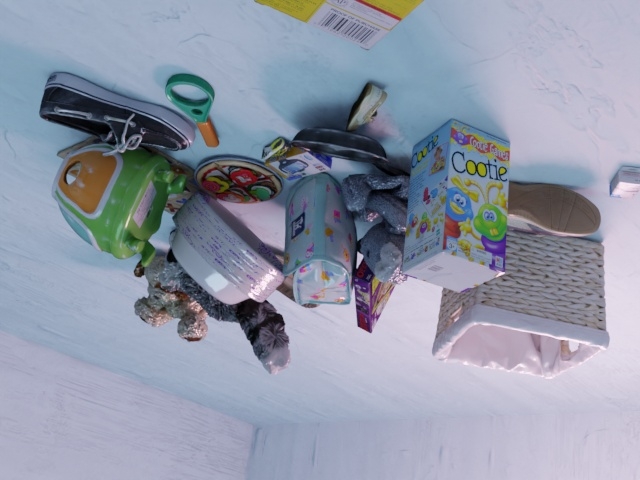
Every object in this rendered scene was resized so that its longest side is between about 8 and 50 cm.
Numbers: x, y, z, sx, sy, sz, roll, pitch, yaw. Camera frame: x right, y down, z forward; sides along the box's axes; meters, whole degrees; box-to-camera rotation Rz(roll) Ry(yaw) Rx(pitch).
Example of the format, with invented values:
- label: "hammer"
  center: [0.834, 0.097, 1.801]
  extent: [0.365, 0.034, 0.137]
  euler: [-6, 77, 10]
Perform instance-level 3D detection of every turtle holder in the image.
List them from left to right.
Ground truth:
- label: "turtle holder"
  center: [-0.430, -0.099, 1.906]
  extent: [0.227, 0.243, 0.320]
  euler: [22, -164, 3]

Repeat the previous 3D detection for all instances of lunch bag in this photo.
- label: "lunch bag"
  center: [0.000, 0.000, 1.975]
  extent: [0.160, 0.224, 0.262]
  euler: [-1, 154, 6]

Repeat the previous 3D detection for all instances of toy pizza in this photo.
- label: "toy pizza"
  center: [-0.183, -0.124, 1.976]
  extent: [0.201, 0.032, 0.201]
  euler: [4, 154, 2]

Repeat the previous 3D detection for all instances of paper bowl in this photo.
- label: "paper bowl"
  center: [-0.221, 0.031, 1.997]
  extent: [0.284, 0.148, 0.284]
  euler: [45, -177, -3]

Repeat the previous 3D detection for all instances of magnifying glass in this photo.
- label: "magnifying glass"
  center: [-0.238, -0.250, 1.730]
  extent: [0.092, 0.026, 0.231]
  euler: [3, 157, 10]

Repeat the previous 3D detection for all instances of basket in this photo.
- label: "basket"
  center: [0.468, 0.149, 2.114]
  extent: [0.331, 0.267, 0.328]
  euler: [10, 156, -7]

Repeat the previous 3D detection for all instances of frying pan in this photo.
- label: "frying pan"
  center: [0.095, -0.169, 1.735]
  extent: [0.326, 0.053, 0.197]
  euler: [10, 180, -25]

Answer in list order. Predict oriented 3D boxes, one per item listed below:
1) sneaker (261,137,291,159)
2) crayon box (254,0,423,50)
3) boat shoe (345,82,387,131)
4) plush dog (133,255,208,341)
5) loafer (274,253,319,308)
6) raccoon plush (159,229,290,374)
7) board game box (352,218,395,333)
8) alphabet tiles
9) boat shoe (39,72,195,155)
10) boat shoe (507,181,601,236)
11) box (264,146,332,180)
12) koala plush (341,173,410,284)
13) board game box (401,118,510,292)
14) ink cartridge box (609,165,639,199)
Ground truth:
- label: "sneaker"
  center: [-0.092, -0.183, 1.827]
  extent: [0.035, 0.031, 0.083]
  euler: [22, 153, -30]
- label: "crayon box"
  center: [0.058, -0.387, 1.199]
  extent: [0.202, 0.081, 0.318]
  euler: [19, 162, -19]
- label: "boat shoe"
  center: [0.083, -0.236, 1.626]
  extent: [0.045, 0.050, 0.135]
  euler: [18, 155, -10]
- label: "plush dog"
  center: [-0.410, 0.134, 2.499]
  extent: [0.262, 0.211, 0.225]
  euler: [18, 148, 33]
- label: "loafer"
  center: [-0.103, 0.082, 2.371]
  extent: [0.268, 0.092, 0.102]
  euler: [37, 145, -21]
- label: "raccoon plush"
  center: [-0.269, 0.162, 2.247]
  extent: [0.216, 0.447, 0.299]
  euler: [-10, 166, -29]
- label: "board game box"
  center: [0.145, 0.073, 2.117]
  extent: [0.056, 0.208, 0.347]
  euler: [28, 160, 15]
- label: "alphabet tiles"
  center: [-0.418, -0.146, 2.042]
  extent: [0.285, 0.011, 0.342]
  euler: [-13, 149, 40]
- label: "boat shoe"
  center: [-0.395, -0.223, 1.738]
  extent: [0.306, 0.105, 0.113]
  euler: [22, 153, -29]
- label: "boat shoe"
  center: [0.438, -0.061, 1.862]
  extent: [0.285, 0.103, 0.092]
  euler: [9, 162, 6]
- label: "box"
  center: [-0.041, -0.166, 1.856]
  extent: [0.136, 0.028, 0.081]
  euler: [-10, 150, 39]
- label: "koala plush"
  center: [0.151, -0.016, 1.850]
  extent: [0.203, 0.221, 0.196]
  euler: [1, 172, 12]
- label: "board game box"
  center: [0.259, -0.063, 1.682]
  extent: [0.142, 0.275, 0.144]
  euler: [18, 155, -22]
- label: "ink cartridge box"
  center: [0.611, -0.114, 1.764]
  extent: [0.048, 0.028, 0.083]
  euler: [6, 156, 3]
